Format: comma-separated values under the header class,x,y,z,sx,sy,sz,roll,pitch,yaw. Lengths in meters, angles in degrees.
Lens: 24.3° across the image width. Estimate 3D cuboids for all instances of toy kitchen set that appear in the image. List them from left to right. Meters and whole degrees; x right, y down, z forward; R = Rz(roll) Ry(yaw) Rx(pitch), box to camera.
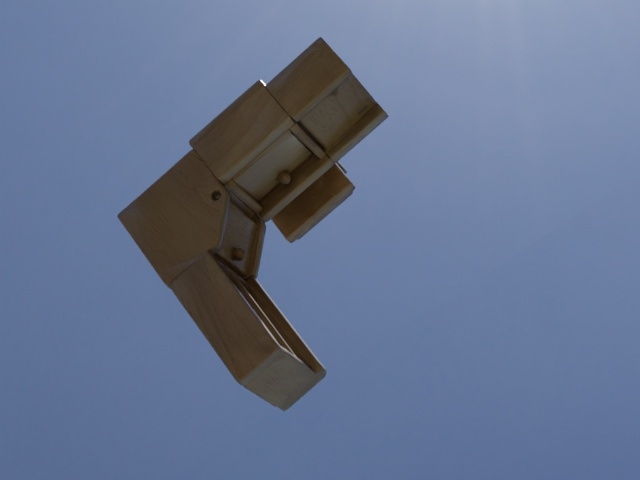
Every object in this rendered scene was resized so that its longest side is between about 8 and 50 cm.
class,x,y,z,sx,sy,sz,roll,pitch,yaw
toy kitchen set,0.000,0.000,0.462,0.083,0.068,0.075,-41,-121,4
